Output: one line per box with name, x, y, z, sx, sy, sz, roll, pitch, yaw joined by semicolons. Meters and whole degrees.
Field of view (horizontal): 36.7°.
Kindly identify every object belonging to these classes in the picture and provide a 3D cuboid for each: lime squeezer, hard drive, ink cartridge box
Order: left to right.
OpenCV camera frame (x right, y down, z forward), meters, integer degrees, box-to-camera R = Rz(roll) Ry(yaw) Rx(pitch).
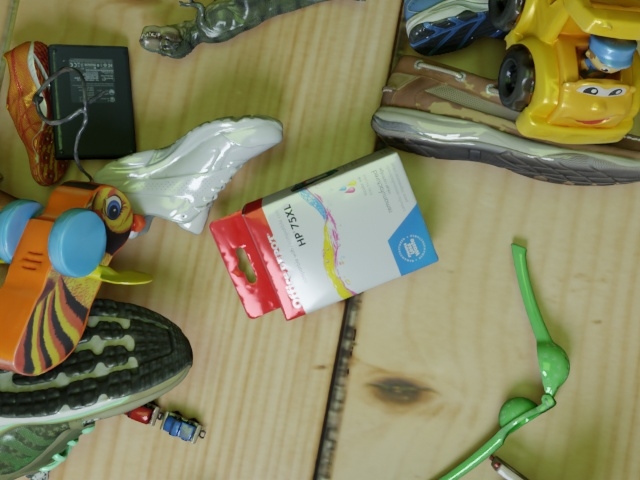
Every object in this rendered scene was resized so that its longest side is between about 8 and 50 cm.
hard drive;-0.271;-0.163;1.143;0.094;0.022;0.135;-3;84;-25
ink cartridge box;0.000;0.000;1.087;0.231;0.078;0.134;-23;100;2
lime squeezer;0.214;0.166;1.085;0.109;0.059;0.311;21;88;5

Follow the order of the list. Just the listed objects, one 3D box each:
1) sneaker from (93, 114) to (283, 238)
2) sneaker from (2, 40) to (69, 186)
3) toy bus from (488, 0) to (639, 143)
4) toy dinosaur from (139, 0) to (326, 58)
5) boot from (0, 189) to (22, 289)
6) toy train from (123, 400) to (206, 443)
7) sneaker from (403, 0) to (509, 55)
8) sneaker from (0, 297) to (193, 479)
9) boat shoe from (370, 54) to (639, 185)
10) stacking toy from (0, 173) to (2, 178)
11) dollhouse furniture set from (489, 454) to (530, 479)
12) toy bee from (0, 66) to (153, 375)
sneaker;-0.140;-0.070;1.122;0.232;0.090;0.115;-21;91;11
sneaker;-0.341;-0.149;1.157;0.067;0.064;0.175;-12;82;27
toy bus;0.278;-0.229;0.952;0.149;0.211;0.220;2;75;-15
toy dinosaur;-0.091;-0.300;1.144;0.268;0.064;0.118;-17;91;1
boot;-0.373;-0.066;1.082;0.280;0.096;0.264;30;83;-6
toy train;-0.208;0.198;1.122;0.158;0.036;0.027;20;87;5
sneaker;0.195;-0.279;1.109;0.211;0.080;0.081;-11;61;-9
sneaker;-0.324;0.198;1.080;0.410;0.182;0.158;-19;48;5
boat shoe;0.223;-0.139;1.078;0.324;0.123;0.117;13;84;3
stacking toy;-0.418;0.018;1.145;0.167;0.052;0.221;-36;85;1
dollhouse furniture set;0.205;0.324;1.008;0.129;0.184;0.129;36;89;6
toy bee;-0.246;0.001;1.016;0.195;0.162;0.298;33;92;28
